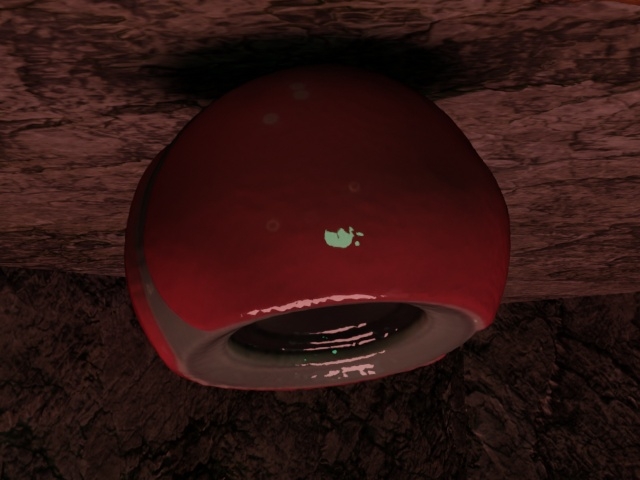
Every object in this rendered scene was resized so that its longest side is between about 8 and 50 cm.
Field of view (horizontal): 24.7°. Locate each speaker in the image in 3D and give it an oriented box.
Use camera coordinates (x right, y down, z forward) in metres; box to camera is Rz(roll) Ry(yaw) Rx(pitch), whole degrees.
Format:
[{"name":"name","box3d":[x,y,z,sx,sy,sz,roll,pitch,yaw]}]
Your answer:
[{"name":"speaker","box3d":[0.000,0.000,1.114,0.294,0.294,0.294,-1,172,0]}]

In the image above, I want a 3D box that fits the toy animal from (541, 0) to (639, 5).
[{"name":"toy animal","box3d":[0.227,-0.148,0.786,0.229,0.066,0.224,-6,172,-1]}]
